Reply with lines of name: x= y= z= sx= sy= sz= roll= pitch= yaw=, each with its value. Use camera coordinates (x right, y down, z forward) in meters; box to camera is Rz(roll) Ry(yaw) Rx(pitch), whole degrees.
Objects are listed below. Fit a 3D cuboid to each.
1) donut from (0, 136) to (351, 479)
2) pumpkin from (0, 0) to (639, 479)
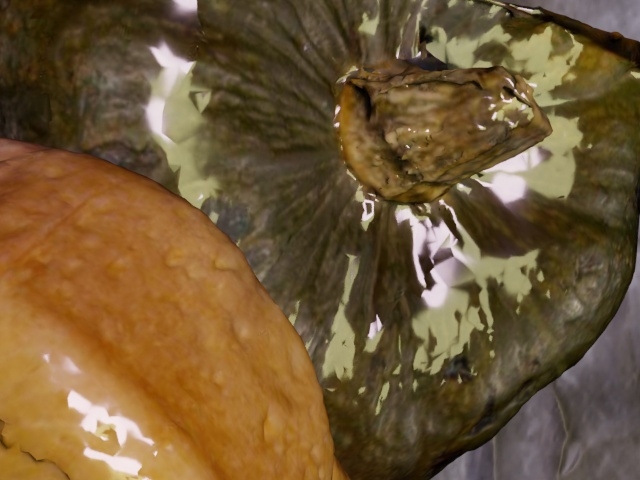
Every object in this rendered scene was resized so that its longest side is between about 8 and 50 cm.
donut: x=-0.134 y=0.098 z=0.655 sx=0.150 sy=0.317 sz=0.299 roll=-51 pitch=159 yaw=-44
pumpkin: x=0.000 y=0.000 z=0.767 sx=0.325 sy=0.242 sz=0.232 roll=6 pitch=85 yaw=-26
